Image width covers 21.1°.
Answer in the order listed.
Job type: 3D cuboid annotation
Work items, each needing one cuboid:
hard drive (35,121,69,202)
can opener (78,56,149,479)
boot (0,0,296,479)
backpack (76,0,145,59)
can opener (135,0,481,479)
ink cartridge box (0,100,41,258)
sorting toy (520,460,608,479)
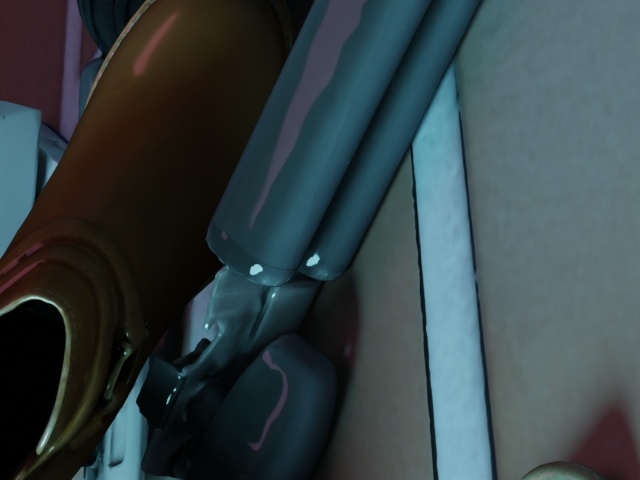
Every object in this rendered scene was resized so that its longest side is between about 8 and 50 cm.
[{"bbox_3d":[-0.233,0.082,1.187,0.210,0.040,0.318,34,107,64],"label":"hard drive"},{"bbox_3d":[-0.129,0.019,0.938,0.076,0.095,0.283,-30,56,56],"label":"can opener"},{"bbox_3d":[-0.105,0.002,0.759,0.283,0.109,0.220,-57,-2,8],"label":"boot"},{"bbox_3d":[-0.074,-0.136,0.906,0.098,0.101,0.120,53,153,36],"label":"backpack"},{"bbox_3d":[0.000,0.000,0.737,0.093,0.074,0.280,33,111,28],"label":"can opener"},{"bbox_3d":[-0.307,0.081,1.136,0.309,0.130,0.272,-38,45,52],"label":"ink cartridge box"},{"bbox_3d":[0.031,0.248,0.541,0.307,0.041,0.229,-59,29,30],"label":"sorting toy"}]
